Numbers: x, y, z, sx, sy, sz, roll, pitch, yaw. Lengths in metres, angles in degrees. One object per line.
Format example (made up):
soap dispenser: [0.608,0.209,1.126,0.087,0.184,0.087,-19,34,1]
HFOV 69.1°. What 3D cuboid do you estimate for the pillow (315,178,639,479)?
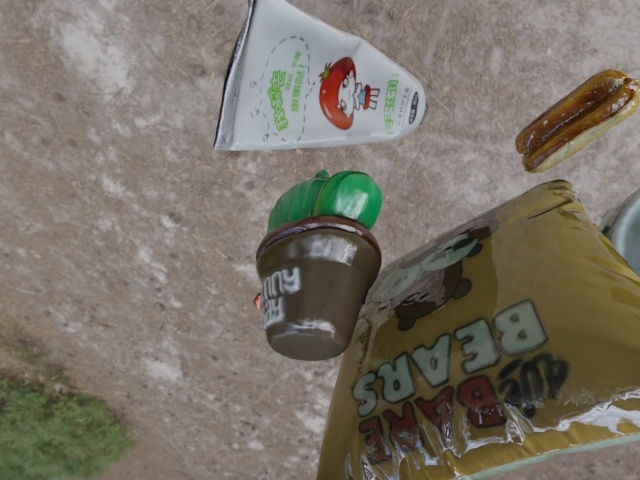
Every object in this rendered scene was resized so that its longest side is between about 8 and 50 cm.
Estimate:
pillow: [0.128,0.081,0.421,0.310,0.312,0.119,-30,111,24]

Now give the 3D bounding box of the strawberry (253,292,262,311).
strawberry: [-0.021,0.073,0.725,0.188,0.082,0.121,-31,84,40]

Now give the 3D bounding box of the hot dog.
hot dog: [0.325,-0.151,0.599,0.045,0.071,0.165,1,155,-29]

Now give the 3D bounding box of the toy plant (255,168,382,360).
toy plant: [0.000,0.000,0.414,0.105,0.200,0.143,19,145,-21]

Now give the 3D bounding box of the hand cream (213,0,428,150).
hand cream: [0.025,-0.148,0.471,0.076,0.336,0.121,21,109,29]

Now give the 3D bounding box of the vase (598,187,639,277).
vase: [0.527,-0.030,0.581,0.250,0.445,0.250,39,162,16]
